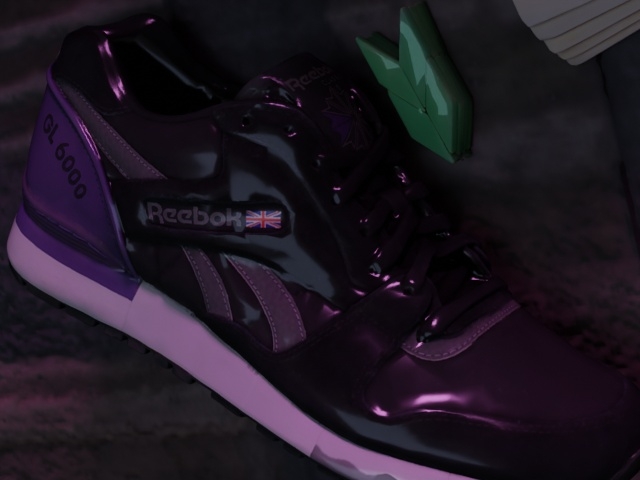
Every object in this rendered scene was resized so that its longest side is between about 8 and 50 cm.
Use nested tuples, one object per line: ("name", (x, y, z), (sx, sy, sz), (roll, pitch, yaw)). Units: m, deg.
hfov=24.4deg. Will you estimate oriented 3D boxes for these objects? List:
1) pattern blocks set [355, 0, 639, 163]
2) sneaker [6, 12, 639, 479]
("pattern blocks set", (0.116, -0.157, 0.488), (0.325, 0.026, 0.285), (-41, 86, 35))
("sneaker", (0.000, 0.000, 0.566), (0.283, 0.107, 0.124), (24, 116, 21))
